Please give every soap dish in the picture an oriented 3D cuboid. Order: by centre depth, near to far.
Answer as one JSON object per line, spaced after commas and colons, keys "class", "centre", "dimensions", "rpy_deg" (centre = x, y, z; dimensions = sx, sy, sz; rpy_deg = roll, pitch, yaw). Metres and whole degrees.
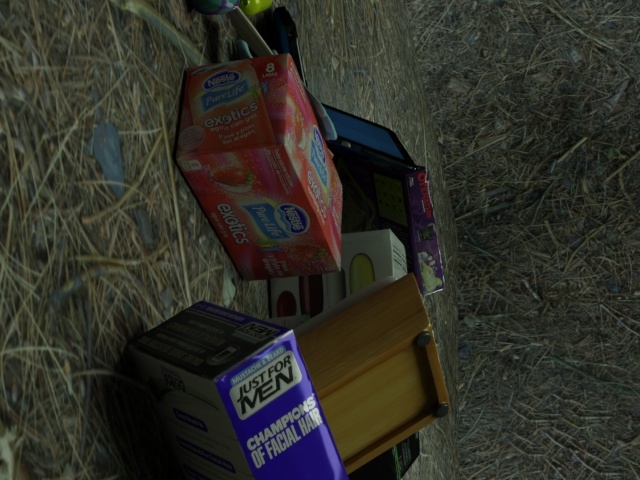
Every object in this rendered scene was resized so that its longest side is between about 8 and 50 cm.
{"class": "soap dish", "centre": [0.036, 0.201, 1.605], "dimensions": [0.118, 0.291, 0.229], "rpy_deg": [47, -19, 44]}

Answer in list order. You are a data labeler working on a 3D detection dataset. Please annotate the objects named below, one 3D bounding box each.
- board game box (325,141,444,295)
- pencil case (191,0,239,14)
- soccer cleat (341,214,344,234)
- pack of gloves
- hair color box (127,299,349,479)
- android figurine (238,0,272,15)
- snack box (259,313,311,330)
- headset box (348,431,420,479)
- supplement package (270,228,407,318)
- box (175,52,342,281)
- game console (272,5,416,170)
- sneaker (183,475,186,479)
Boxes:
{"class": "board game box", "centre": [0.087, -0.048, 2.025], "dimensions": [0.347, 0.056, 0.208], "rpy_deg": [26, -55, 59]}
{"class": "pencil case", "centre": [-0.149, -0.367, 1.534], "dimensions": [0.070, 0.064, 0.151], "rpy_deg": [-46, 134, -42]}
{"class": "soccer cleat", "centre": [0.000, 0.000, 2.031], "dimensions": [0.076, 0.068, 0.196], "rpy_deg": [56, 33, -58]}
{"class": "pack of gloves", "centre": [-0.039, -0.221, 1.677], "dimensions": [0.232, 0.046, 0.195], "rpy_deg": [51, -11, 8]}
{"class": "hair color box", "centre": [-0.061, 0.243, 1.250], "dimensions": [0.110, 0.185, 0.338], "rpy_deg": [-32, 114, -27]}
{"class": "android figurine", "centre": [-0.121, -0.448, 1.721], "dimensions": [0.273, 0.056, 0.248], "rpy_deg": [-55, 138, -73]}
{"class": "snack box", "centre": [-0.047, 0.163, 1.665], "dimensions": [0.141, 0.100, 0.037], "rpy_deg": [71, 18, -45]}
{"class": "headset box", "centre": [0.080, 0.287, 2.101], "dimensions": [0.283, 0.131, 0.246], "rpy_deg": [-1, 85, -77]}
{"class": "supplement package", "centre": [0.033, 0.102, 1.834], "dimensions": [0.149, 0.194, 0.203], "rpy_deg": [42, 44, -73]}
{"class": "box", "centre": [-0.071, -0.088, 1.579], "dimensions": [0.300, 0.142, 0.154], "rpy_deg": [66, 21, -54]}
{"class": "game console", "centre": [0.032, -0.245, 1.896], "dimensions": [0.293, 0.173, 0.250], "rpy_deg": [-108, -173, -72]}
{"class": "sneaker", "centre": [-0.115, 0.270, 1.402], "dimensions": [0.094, 0.081, 0.208], "rpy_deg": [-64, 153, -79]}
